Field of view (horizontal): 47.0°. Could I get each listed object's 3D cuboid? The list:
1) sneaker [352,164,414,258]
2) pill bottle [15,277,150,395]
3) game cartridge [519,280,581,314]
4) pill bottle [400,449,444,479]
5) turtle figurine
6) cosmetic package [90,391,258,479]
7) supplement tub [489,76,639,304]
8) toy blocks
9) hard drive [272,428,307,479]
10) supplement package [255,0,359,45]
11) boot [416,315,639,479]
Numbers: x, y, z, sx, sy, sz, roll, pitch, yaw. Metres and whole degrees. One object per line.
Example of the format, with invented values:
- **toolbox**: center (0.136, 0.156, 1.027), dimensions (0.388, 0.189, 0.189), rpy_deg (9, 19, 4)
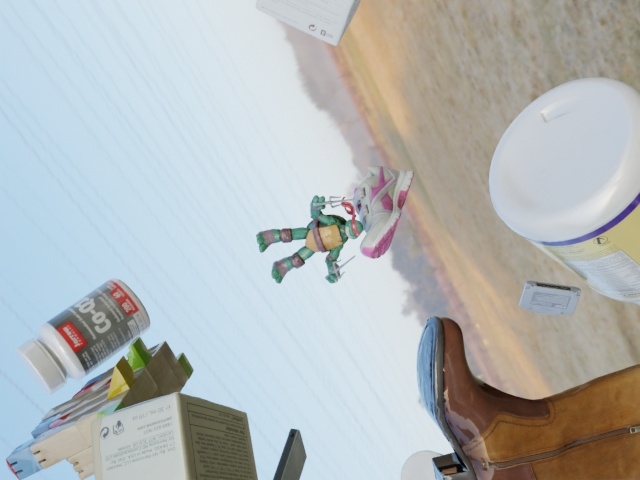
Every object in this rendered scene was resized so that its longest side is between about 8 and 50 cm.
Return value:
- **sneaker**: center (0.114, -0.064, 1.554), dimensions (0.103, 0.111, 0.252), rpy_deg (104, -173, -47)
- **pill bottle**: center (-0.566, 0.229, 1.764), dimensions (0.161, 0.283, 0.161), rpy_deg (35, 146, 28)
- **game cartridge**: center (0.352, 0.090, 1.135), dimensions (0.017, 0.083, 0.056), rpy_deg (-76, -6, -54)
- **pill bottle**: center (0.238, 0.512, 1.520), dimensions (0.229, 0.131, 0.131), rpy_deg (58, -169, -56)
- **turtle figurine**: center (0.000, 0.000, 1.462), dimensions (0.118, 0.234, 0.175), rpy_deg (-27, -81, -72)
- **cosmetic package**: center (-0.128, 0.324, 0.735), dimensions (0.160, 0.113, 0.309), rpy_deg (43, -149, -59)
- **supplement tub**: center (0.429, -0.053, 1.059), dimensions (0.331, 0.241, 0.241), rpy_deg (29, -150, -35)
- **toy blocks**: center (-0.415, 0.333, 1.392), dimensions (0.191, 0.261, 0.381), rpy_deg (61, -171, -10)
- **hard drive**: center (-0.059, 0.433, 1.366), dimensions (0.135, 0.022, 0.094), rpy_deg (-68, -24, -46)
- **supplement package**: center (0.013, -0.325, 0.792), dimensions (0.105, 0.179, 0.105), rpy_deg (25, -134, -1)
- **boot**: center (0.266, 0.192, 0.874), dimensions (0.096, 0.280, 0.264), rpy_deg (-143, 41, -84)
